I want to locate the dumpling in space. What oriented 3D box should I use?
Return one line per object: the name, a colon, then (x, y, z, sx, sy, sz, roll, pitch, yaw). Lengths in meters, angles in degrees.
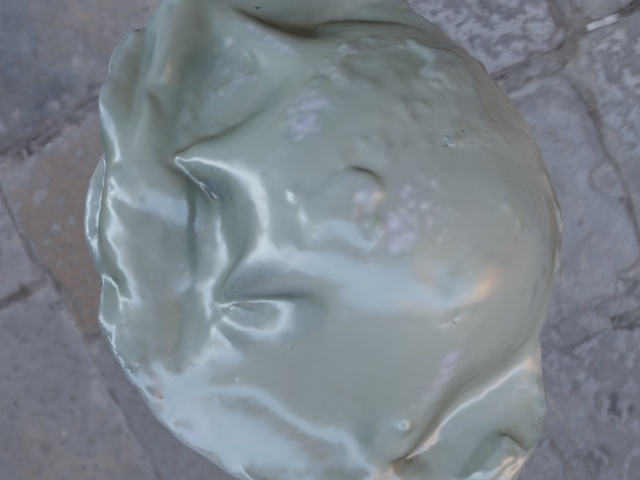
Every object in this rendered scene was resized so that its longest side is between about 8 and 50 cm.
dumpling: (0.000, 0.000, 0.457, 0.258, 0.193, 0.147, 66, 159, 4)
